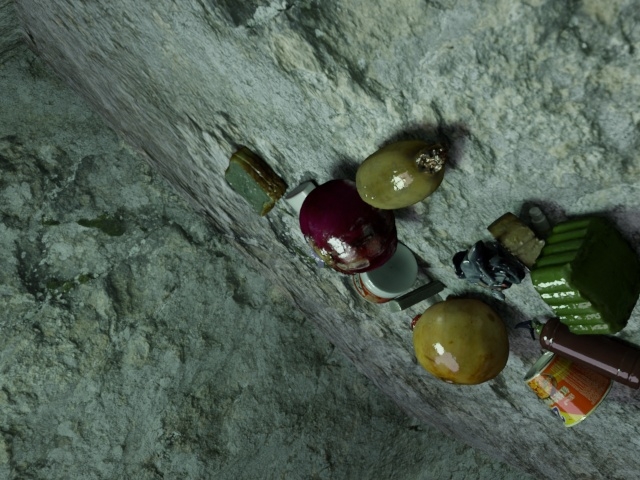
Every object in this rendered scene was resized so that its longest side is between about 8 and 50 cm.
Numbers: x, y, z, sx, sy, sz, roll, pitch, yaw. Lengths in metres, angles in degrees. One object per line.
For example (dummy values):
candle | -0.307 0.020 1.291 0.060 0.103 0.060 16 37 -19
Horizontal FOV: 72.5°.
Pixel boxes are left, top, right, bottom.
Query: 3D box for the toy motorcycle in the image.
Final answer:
toy motorcycle | 0.460 0.080 1.228 0.173 0.108 0.307 33 172 13

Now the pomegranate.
pomegranate | 0.485 0.333 1.515 0.338 0.338 0.338 34 159 15

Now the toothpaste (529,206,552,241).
toothpaste | 0.545 -0.008 1.048 0.048 0.031 0.190 5 143 52

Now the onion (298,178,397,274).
onion | 0.082 -0.068 1.392 0.336 0.282 0.260 35 161 52

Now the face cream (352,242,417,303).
face cream | 0.230 0.120 1.601 0.201 0.201 0.187 38 160 4

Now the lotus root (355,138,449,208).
lotus root | 0.208 -0.168 1.117 0.169 0.151 0.342 44 162 -13

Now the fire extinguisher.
fire extinguisher | 0.734 0.306 1.265 0.344 0.102 0.138 23 155 38

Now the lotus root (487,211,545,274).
lotus root | 0.508 0.037 1.049 0.260 0.074 0.170 41 -167 -12

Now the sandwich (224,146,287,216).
sandwich | -0.289 -0.249 1.882 0.271 0.099 0.301 42 160 -7

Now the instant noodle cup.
instant noodle cup | 0.768 0.444 1.377 0.174 0.213 0.213 42 161 20

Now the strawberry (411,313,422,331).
strawberry | 0.463 0.398 1.944 0.145 0.086 0.145 32 157 16

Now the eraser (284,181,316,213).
eraser | -0.002 -0.098 1.704 0.270 0.095 0.174 45 154 -18

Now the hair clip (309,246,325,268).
hair clip | 0.000 0.000 1.688 0.106 0.084 0.292 4 136 16

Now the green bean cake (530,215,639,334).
green bean cake | 0.565 0.072 0.917 0.200 0.214 0.113 44 155 -11

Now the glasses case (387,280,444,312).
glasses case | 0.344 0.201 1.575 0.047 0.205 0.071 67 155 6
